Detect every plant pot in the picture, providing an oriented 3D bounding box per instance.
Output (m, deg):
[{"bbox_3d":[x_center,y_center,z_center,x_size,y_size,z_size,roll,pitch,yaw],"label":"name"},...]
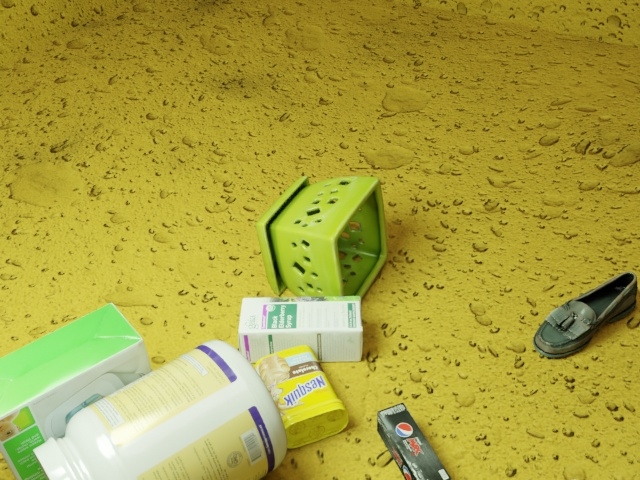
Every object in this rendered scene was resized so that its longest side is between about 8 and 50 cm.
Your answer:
[{"bbox_3d":[0.000,0.000,1.560,0.207,0.228,0.227,11,42,26],"label":"plant pot"}]

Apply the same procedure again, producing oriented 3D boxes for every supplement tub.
[{"bbox_3d":[-0.246,0.330,1.159,0.331,0.241,0.241,-27,46,-26],"label":"supplement tub"}]

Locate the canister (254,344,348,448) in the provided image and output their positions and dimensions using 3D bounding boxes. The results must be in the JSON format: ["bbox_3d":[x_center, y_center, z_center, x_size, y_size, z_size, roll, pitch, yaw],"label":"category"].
[{"bbox_3d":[-0.040,0.278,1.341,0.126,0.073,0.170,-15,40,-16],"label":"canister"}]

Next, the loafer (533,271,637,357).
[{"bbox_3d":[0.530,0.138,1.472,0.268,0.084,0.096,-25,46,-25],"label":"loafer"}]

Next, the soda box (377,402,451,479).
[{"bbox_3d":[0.155,0.360,1.245,0.053,0.060,0.169,-17,43,-15],"label":"soda box"}]

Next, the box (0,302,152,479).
[{"bbox_3d":[-0.418,0.272,1.240,0.262,0.231,0.127,-28,44,-28],"label":"box"}]

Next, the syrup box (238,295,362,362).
[{"bbox_3d":[-0.038,0.175,1.445,0.237,0.096,0.093,0,41,1],"label":"syrup box"}]
